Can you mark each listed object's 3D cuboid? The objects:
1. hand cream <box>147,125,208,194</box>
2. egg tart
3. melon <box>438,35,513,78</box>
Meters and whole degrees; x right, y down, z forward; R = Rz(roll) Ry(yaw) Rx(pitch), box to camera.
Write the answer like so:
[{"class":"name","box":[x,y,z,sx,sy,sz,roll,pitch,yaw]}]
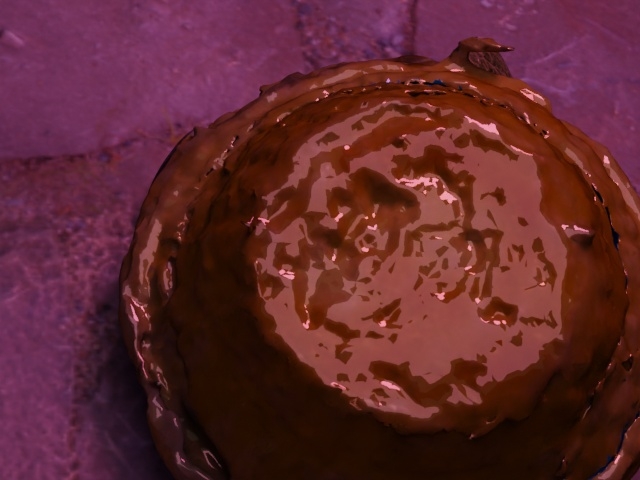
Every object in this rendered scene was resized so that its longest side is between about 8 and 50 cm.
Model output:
[{"class":"hand cream","box":[0.000,0.000,1.342,0.255,0.048,0.079,27,59,5]},{"class":"egg tart","box":[0.057,0.031,1.226,0.388,0.169,0.388,2,69,-5]},{"class":"melon","box":[0.114,-0.088,1.408,0.093,0.139,0.202,-21,60,-2]}]
